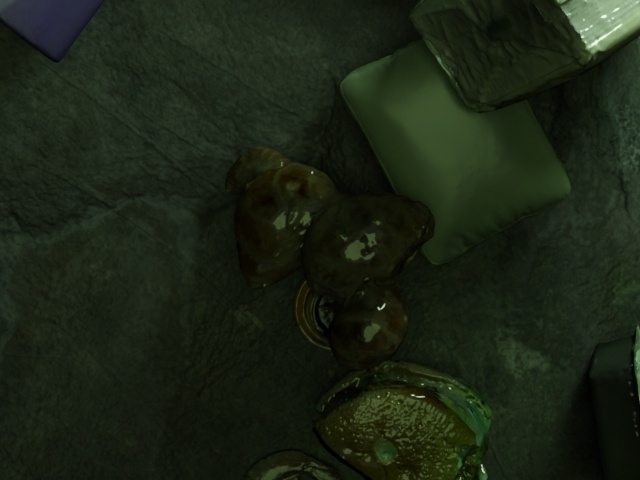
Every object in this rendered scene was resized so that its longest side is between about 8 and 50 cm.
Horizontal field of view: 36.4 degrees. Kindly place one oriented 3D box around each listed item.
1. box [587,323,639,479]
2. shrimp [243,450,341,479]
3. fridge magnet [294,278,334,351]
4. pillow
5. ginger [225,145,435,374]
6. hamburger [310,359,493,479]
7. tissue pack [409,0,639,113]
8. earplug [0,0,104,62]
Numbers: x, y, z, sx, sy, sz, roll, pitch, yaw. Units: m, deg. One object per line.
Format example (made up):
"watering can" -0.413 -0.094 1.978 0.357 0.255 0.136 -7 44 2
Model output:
"box" 0.508 0.282 1.474 0.166 0.220 0.291 -8 98 21
"shrimp" -0.006 0.430 1.560 0.251 0.052 0.144 25 93 -4
"fridge magnet" 0.030 0.105 1.511 0.143 0.063 0.143 0 95 -4
"pillow" 0.201 -0.152 1.454 0.255 0.120 0.322 -29 99 2
"ginger" 0.000 0.000 1.416 0.375 0.176 0.256 36 96 21
"hamburger" 0.145 0.283 1.485 0.288 0.168 0.192 36 96 -6
"tissue pack" 0.351 -0.357 1.290 0.380 0.297 0.207 -36 97 -22
"earplug" -0.312 -0.485 1.361 0.215 0.215 0.456 40 91 -6
